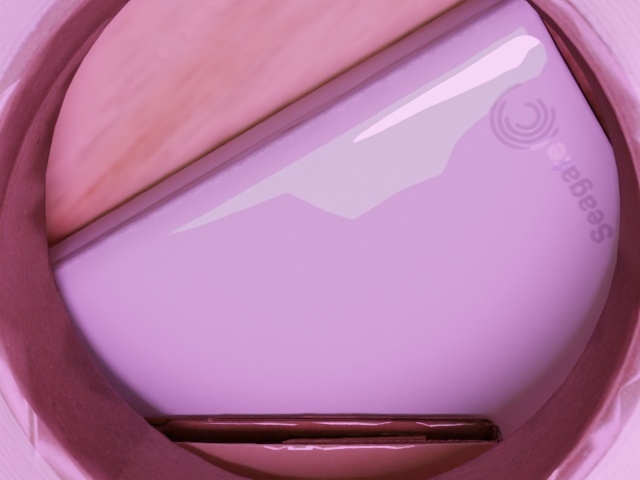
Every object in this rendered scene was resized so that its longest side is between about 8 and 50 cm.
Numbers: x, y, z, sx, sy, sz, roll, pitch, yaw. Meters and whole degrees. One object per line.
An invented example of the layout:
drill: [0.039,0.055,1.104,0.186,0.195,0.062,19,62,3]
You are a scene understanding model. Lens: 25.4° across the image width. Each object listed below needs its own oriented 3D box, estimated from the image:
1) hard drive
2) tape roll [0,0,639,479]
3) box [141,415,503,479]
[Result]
hard drive: [-0.011,0.065,0.543,0.307,0.040,0.203,-29,111,13]
tape roll: [0.000,0.000,0.445,0.392,0.072,0.392,1,100,5]
box: [-0.016,0.159,0.551,0.164,0.021,0.201,0,115,0]
